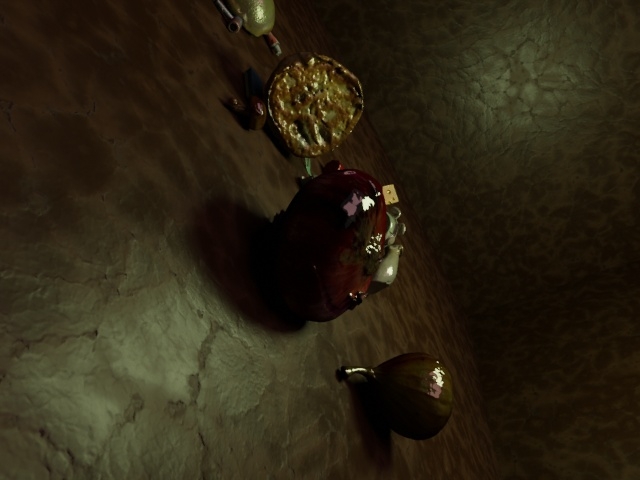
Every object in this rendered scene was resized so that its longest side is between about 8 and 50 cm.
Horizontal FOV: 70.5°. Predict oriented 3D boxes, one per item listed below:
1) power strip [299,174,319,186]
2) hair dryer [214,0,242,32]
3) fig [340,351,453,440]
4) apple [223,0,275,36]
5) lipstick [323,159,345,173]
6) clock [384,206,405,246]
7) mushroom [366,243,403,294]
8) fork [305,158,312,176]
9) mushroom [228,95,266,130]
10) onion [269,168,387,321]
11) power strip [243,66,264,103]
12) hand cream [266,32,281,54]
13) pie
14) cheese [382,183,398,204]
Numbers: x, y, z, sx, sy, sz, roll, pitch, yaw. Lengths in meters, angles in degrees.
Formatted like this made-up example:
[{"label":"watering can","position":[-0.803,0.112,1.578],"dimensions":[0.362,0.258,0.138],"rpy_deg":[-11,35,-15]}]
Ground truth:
[{"label":"power strip","position":[0.014,-0.079,1.384],"dimensions":[0.271,0.052,0.078],"rpy_deg":[67,19,4]},{"label":"hair dryer","position":[-0.283,-0.679,1.354],"dimensions":[0.114,0.037,0.063],"rpy_deg":[45,28,-28]},{"label":"fig","position":[0.185,0.363,1.136],"dimensions":[0.321,0.217,0.216],"rpy_deg":[31,35,-27]},{"label":"apple","position":[-0.241,-0.799,1.483],"dimensions":[0.264,0.120,0.193],"rpy_deg":[53,34,-26]},{"label":"lipstick","position":[0.105,-0.208,1.748],"dimensions":[0.280,0.073,0.073],"rpy_deg":[42,31,-51]},{"label":"clock","position":[0.205,-0.045,1.630],"dimensions":[0.062,0.191,0.151],"rpy_deg":[39,32,-53]},{"label":"mushroom","position":[0.216,0.089,1.542],"dimensions":[0.093,0.116,0.225],"rpy_deg":[31,55,1]},{"label":"fork","position":[-0.009,-0.175,1.490],"dimensions":[0.039,0.021,0.234],"rpy_deg":[-9,77,-66]},{"label":"mushroom","position":[-0.178,-0.330,1.155],"dimensions":[0.130,0.073,0.088],"rpy_deg":[7,91,-65]},{"label":"onion","position":[0.000,0.000,1.009],"dimensions":[0.348,0.286,0.347],"rpy_deg":[-40,139,-47]},{"label":"power strip","position":[-0.191,-0.435,1.300],"dimensions":[0.056,0.032,0.123],"rpy_deg":[41,31,-49]},{"label":"hand cream","position":[-0.205,-0.788,1.684],"dimensions":[0.216,0.038,0.052],"rpy_deg":[61,-5,3]},{"label":"pie","position":[-0.025,-0.386,1.321],"dimensions":[0.315,0.315,0.092],"rpy_deg":[50,-2,-38]},{"label":"cheese","position":[0.267,-0.201,2.157],"dimensions":[0.171,0.126,0.093],"rpy_deg":[-12,84,-51]}]
